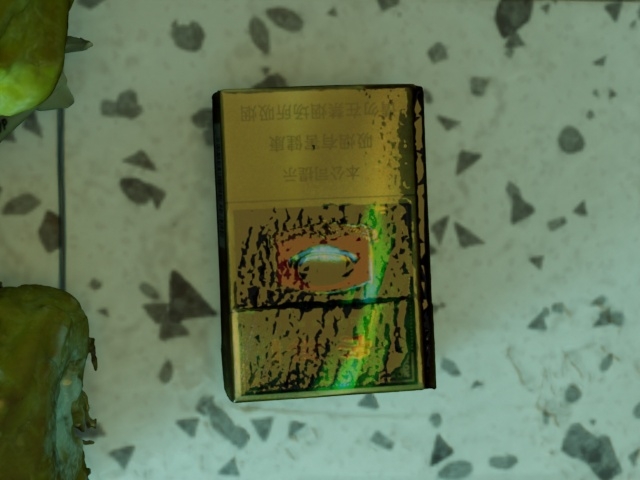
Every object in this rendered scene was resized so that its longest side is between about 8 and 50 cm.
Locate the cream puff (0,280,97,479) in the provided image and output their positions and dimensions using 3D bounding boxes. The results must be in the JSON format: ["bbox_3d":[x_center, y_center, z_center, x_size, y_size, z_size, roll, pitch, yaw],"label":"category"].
[{"bbox_3d":[-0.260,0.137,1.104,0.194,0.194,0.221,-2,88,-10],"label":"cream puff"}]

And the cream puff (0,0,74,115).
[{"bbox_3d":[-0.305,-0.186,1.020,0.274,0.269,0.323,20,57,-39],"label":"cream puff"}]

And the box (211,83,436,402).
[{"bbox_3d":[0.000,0.000,1.192,0.159,0.071,0.240,-4,93,-13],"label":"box"}]

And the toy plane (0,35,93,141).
[{"bbox_3d":[-0.270,-0.048,1.103,0.286,0.092,0.108,-43,126,-31],"label":"toy plane"}]
